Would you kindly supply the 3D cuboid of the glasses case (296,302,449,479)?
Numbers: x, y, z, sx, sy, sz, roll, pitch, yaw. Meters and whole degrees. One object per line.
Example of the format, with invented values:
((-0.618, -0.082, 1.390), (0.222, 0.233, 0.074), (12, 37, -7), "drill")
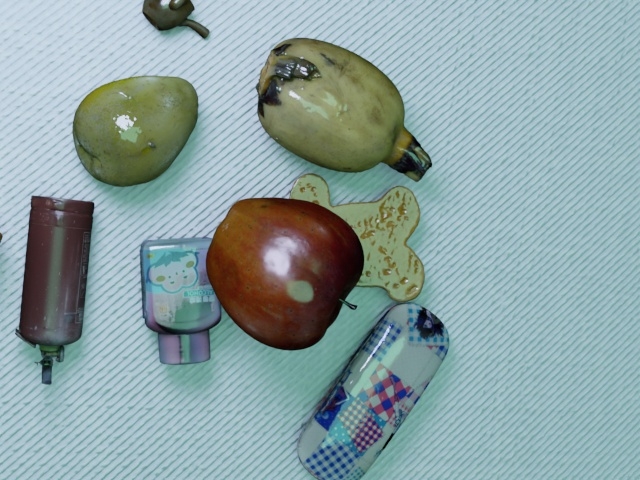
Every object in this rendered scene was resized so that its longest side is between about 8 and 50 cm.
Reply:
((0.087, 0.250, 1.481), (0.125, 0.076, 0.327), (38, 82, -11), "glasses case")

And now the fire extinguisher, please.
((-0.395, 0.071, 1.343), (0.104, 0.105, 0.269), (6, 90, -14), "fire extinguisher")

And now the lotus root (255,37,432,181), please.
((0.042, -0.192, 1.411), (0.309, 0.183, 0.183), (27, 85, -16), "lotus root")

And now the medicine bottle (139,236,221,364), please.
((-0.214, 0.091, 1.392), (0.119, 0.094, 0.188), (-3, 93, -14), "medicine bottle")

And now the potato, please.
((-0.268, -0.170, 1.357), (0.194, 0.157, 0.157), (-35, 99, -24), "potato")

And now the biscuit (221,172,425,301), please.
((0.000, 0.000, 1.467), (0.339, 0.047, 0.216), (-3, 90, -9), "biscuit")

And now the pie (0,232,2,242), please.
((-0.532, 0.046, 1.271), (0.084, 0.179, 0.205), (44, 88, -6), "pie")

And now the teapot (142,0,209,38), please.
((-0.215, -0.346, 1.391), (0.080, 0.085, 0.110), (-45, 121, -7), "teapot")

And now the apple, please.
((-0.046, 0.042, 1.329), (0.233, 0.234, 0.234), (0, 92, -14), "apple")
